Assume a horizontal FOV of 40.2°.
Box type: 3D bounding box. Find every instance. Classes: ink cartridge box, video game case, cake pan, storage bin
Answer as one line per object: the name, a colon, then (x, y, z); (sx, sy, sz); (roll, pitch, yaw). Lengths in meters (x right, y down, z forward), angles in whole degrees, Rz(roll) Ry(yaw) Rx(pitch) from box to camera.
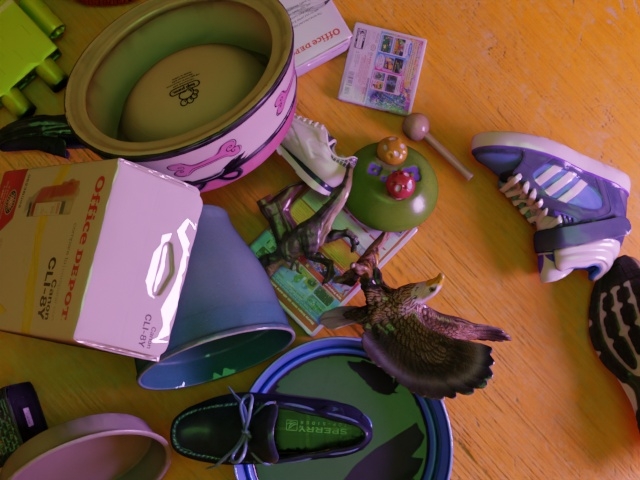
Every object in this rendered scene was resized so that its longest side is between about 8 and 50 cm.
ink cartridge box: (-0.056, -0.420, 1.636); (0.153, 0.087, 0.208); (-29, 87, -6)
video game case: (0.118, -0.326, 1.673); (0.143, 0.019, 0.157); (13, 82, -3)
cake pan: (-0.393, 0.381, 1.445); (0.293, 0.293, 0.054); (-25, 55, -6)
ink cartridge box: (-0.390, 0.027, 1.407); (0.160, 0.384, 0.279); (21, 76, -42)
video game case: (0.011, 0.008, 1.624); (0.204, 0.025, 0.285); (45, 82, 1)
storage bin: (-0.529, 0.312, 1.475); (0.084, 0.180, 0.122); (-19, 85, -7)

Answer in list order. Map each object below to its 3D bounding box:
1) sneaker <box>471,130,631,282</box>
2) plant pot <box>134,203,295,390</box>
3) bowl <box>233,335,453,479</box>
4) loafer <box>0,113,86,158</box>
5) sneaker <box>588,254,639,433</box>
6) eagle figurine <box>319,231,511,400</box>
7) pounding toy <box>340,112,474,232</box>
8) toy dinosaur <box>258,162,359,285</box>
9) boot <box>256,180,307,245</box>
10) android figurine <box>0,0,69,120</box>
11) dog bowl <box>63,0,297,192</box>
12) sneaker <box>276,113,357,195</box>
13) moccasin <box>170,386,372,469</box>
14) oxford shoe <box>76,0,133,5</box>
sneaker: (0.407, -0.048, 1.604); (0.323, 0.130, 0.236); (18, 79, -7)
plant pot: (-0.211, 0.089, 1.496); (0.271, 0.271, 0.255); (-18, 70, -6)
bowl: (0.038, 0.366, 1.561); (0.391, 0.077, 0.391); (0, 84, -4)
loafer: (-0.475, -0.187, 1.586); (0.223, 0.076, 0.078); (-10, 77, -9)
sneaker: (0.636, 0.220, 1.613); (0.182, 0.158, 0.410); (-8, 75, -40)
eagle figurine: (0.164, 0.137, 1.508); (0.226, 0.225, 0.298); (-43, 89, -18)
pounding toy: (0.151, -0.132, 1.576); (0.237, 0.110, 0.183); (-38, 75, -19)
toy dinosaur: (0.000, 0.000, 1.549); (0.118, 0.064, 0.268); (43, 96, -6)
boot: (-0.048, -0.042, 1.596); (0.106, 0.037, 0.114); (-28, 90, -7)
android figurine: (-0.598, -0.355, 1.607); (0.273, 0.056, 0.248); (45, 83, 1)
dog bowl: (-0.220, -0.252, 1.494); (0.408, 0.150, 0.408); (-9, 52, 12)
sneaker: (-0.037, -0.190, 1.593); (0.235, 0.090, 0.095); (45, 104, 8)
moccasin: (-0.082, 0.307, 1.461); (0.342, 0.117, 0.138); (-5, 84, -4)
oxford shoe: (-0.464, -0.511, 1.617); (0.271, 0.097, 0.098); (11, 59, -14)
